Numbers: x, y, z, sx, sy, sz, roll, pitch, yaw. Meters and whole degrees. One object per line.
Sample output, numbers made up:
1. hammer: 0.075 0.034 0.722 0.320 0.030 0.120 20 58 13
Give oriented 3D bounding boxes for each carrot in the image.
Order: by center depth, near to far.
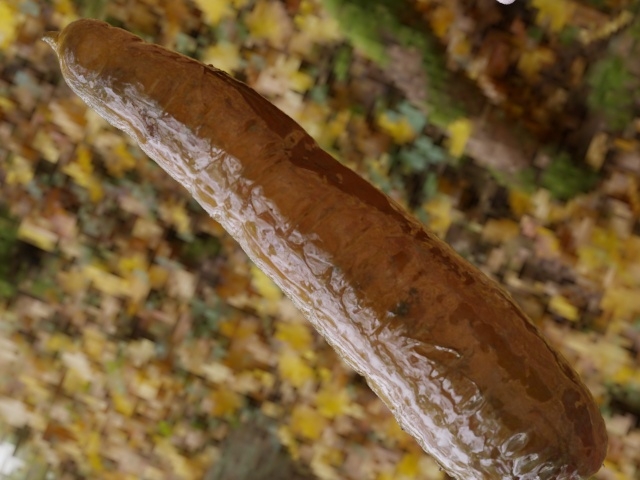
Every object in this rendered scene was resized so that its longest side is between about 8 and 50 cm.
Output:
1. carrot: 0.000 0.000 0.569 0.248 0.059 0.059 43 179 10

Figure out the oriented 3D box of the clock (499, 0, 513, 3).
1. clock: 0.088 -0.297 0.752 0.290 0.080 0.275 50 134 -3
